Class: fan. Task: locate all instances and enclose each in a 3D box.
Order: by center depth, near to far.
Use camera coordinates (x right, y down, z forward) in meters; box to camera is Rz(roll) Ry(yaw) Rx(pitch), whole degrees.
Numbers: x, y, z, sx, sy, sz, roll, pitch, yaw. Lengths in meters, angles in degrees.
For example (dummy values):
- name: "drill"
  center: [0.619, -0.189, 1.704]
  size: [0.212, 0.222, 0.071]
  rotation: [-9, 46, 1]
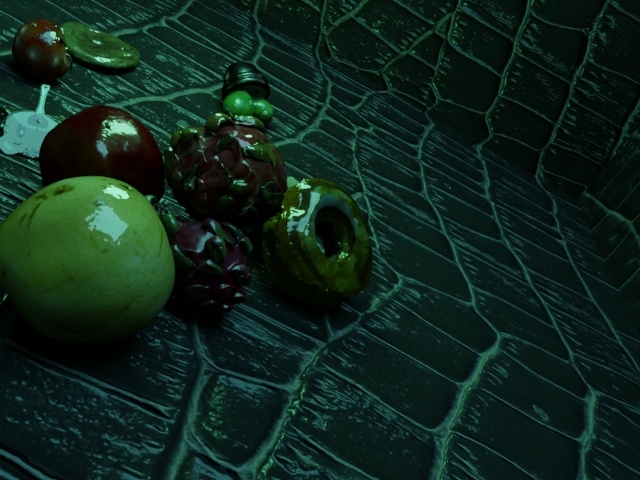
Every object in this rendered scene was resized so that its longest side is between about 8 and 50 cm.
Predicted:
- name: "fan"
  center: [-0.695, -0.293, 1.565]
  size: [0.153, 0.008, 0.226]
  rotation: [13, 60, -29]

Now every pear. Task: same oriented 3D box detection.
- name: "pear"
  center: [-0.416, 0.038, 1.134]
  size: [0.310, 0.309, 0.309]
  rotation: [23, 30, -14]

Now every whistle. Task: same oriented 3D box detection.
- name: "whistle"
  center: [-0.661, -0.283, 1.627]
  size: [0.327, 0.057, 0.067]
  rotation: [10, 58, -31]

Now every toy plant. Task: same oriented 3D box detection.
- name: "toy plant"
  center: [-0.264, -0.505, 2.248]
  size: [0.218, 0.176, 0.234]
  rotation: [4, 64, -49]

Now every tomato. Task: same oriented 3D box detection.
- name: "tomato"
  center: [-0.790, -0.534, 1.807]
  size: [0.167, 0.167, 0.167]
  rotation: [23, 30, -14]

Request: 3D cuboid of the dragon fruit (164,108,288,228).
- name: "dragon fruit"
  center: [-0.214, -0.163, 1.422]
  size: [0.291, 0.250, 0.268]
  rotation: [25, 59, -53]

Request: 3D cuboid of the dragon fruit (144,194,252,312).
- name: "dragon fruit"
  center: [-0.270, 0.041, 1.339]
  size: [0.273, 0.218, 0.198]
  rotation: [19, 68, -20]

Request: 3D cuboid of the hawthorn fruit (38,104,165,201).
- name: "hawthorn fruit"
  center: [-0.461, -0.149, 1.369]
  size: [0.265, 0.265, 0.307]
  rotation: [13, 15, -30]

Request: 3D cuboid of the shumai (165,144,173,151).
- name: "shumai"
  center: [-0.329, -0.225, 1.764]
  size: [0.209, 0.152, 0.161]
  rotation: [42, 38, 16]

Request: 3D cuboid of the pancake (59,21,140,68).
- name: "pancake"
  center: [-0.742, -0.645, 2.118]
  size: [0.295, 0.049, 0.294]
  rotation: [22, 30, -13]

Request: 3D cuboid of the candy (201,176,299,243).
- name: "candy"
  center: [-0.169, -0.092, 1.720]
  size: [0.321, 0.135, 0.179]
  rotation: [7, 36, -38]

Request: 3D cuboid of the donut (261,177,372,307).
- name: "donut"
  center: [0.000, 0.000, 1.598]
  size: [0.330, 0.160, 0.329]
  rotation: [11, 66, -26]
